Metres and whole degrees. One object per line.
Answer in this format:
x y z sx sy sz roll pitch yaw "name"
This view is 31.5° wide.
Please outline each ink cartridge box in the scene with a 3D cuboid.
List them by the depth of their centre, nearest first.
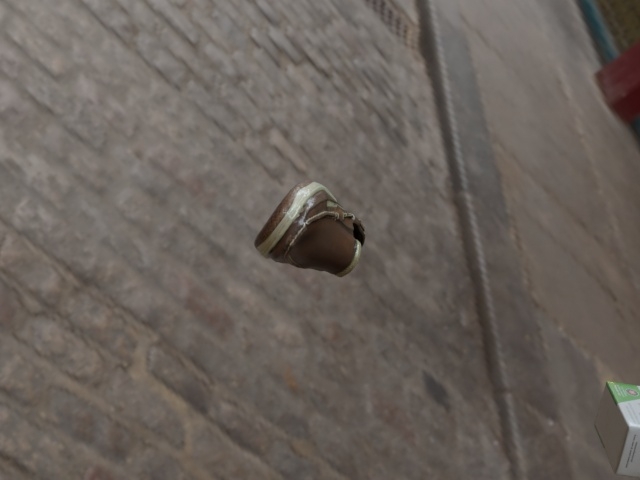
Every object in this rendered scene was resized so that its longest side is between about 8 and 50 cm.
0.536 0.294 1.706 0.209 0.086 0.153 9 19 -3 "ink cartridge box"

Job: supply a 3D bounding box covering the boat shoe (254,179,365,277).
0.005 -0.007 1.245 0.095 0.095 0.257 36 11 6 "boat shoe"
